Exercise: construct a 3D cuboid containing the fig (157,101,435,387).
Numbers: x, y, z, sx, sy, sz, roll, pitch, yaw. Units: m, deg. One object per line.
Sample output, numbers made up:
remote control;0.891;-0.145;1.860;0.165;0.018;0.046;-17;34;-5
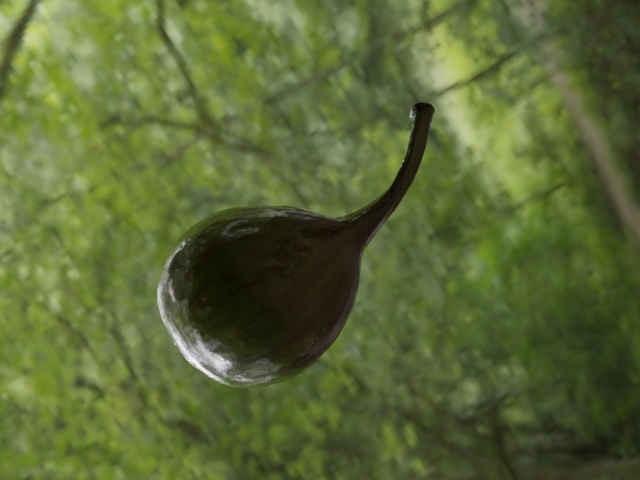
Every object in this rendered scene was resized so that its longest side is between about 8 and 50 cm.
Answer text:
fig;0.000;0.000;1.006;0.124;0.236;0.124;48;170;11
